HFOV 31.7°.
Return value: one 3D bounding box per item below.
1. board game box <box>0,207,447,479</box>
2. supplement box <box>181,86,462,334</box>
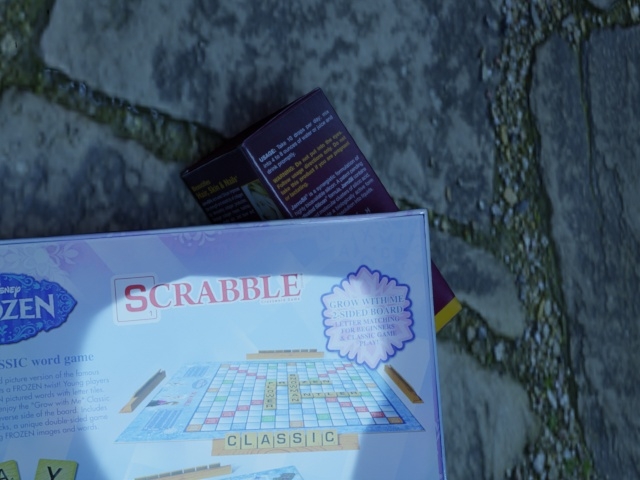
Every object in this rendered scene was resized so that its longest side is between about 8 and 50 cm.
[{"bbox_3d":[-0.081,0.148,0.684,0.318,0.066,0.318,-4,90,-13],"label":"board game box"},{"bbox_3d":[0.000,0.000,0.802,0.081,0.104,0.188,-39,101,-29],"label":"supplement box"}]
